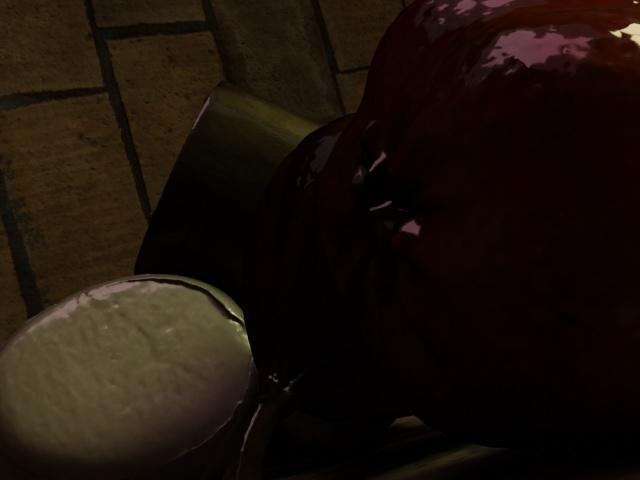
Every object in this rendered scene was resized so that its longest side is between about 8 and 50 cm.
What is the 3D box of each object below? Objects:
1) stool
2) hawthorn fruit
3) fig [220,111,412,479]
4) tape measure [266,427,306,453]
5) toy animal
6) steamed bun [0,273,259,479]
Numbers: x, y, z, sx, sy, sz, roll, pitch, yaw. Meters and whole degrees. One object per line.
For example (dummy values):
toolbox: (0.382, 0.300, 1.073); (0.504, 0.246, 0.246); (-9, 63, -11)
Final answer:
stool: (0.000, 0.000, 1.302); (0.264, 0.179, 0.179); (23, -5, -2)
hawthorn fruit: (0.171, -0.013, 0.886); (0.330, 0.287, 0.287); (2, -9, -24)
fig: (0.020, 0.061, 1.042); (0.217, 0.217, 0.321); (-17, 24, 37)
tape measure: (-0.063, 0.131, 1.390); (0.199, 0.112, 0.186); (-4, 0, -34)
toy animal: (0.025, 0.114, 1.218); (0.137, 0.098, 0.098); (-19, -1, -21)
steamed bun: (-0.152, 0.128, 1.228); (0.228, 0.177, 0.130); (-18, -25, -8)
